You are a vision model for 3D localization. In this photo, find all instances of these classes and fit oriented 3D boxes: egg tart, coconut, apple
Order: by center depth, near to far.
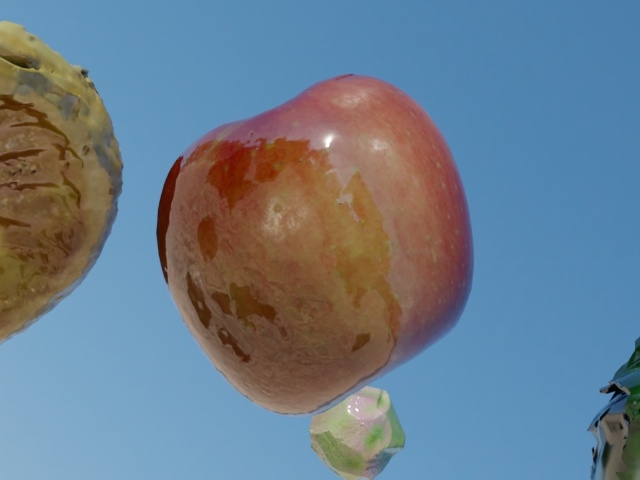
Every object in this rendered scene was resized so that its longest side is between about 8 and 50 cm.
[{"bbox_3d":[0.000,0.000,1.028,0.168,0.181,0.181,59,-21,4],"label":"apple"},{"bbox_3d":[0.030,0.157,1.489,0.081,0.082,0.083,17,-31,7],"label":"coconut"},{"bbox_3d":[-0.354,-0.050,1.490,0.388,0.387,0.169,79,-12,-50],"label":"egg tart"}]

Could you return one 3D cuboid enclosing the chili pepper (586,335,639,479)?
[{"bbox_3d":[0.213,0.080,0.476,0.257,0.233,0.248,62,-12,6],"label":"chili pepper"}]
